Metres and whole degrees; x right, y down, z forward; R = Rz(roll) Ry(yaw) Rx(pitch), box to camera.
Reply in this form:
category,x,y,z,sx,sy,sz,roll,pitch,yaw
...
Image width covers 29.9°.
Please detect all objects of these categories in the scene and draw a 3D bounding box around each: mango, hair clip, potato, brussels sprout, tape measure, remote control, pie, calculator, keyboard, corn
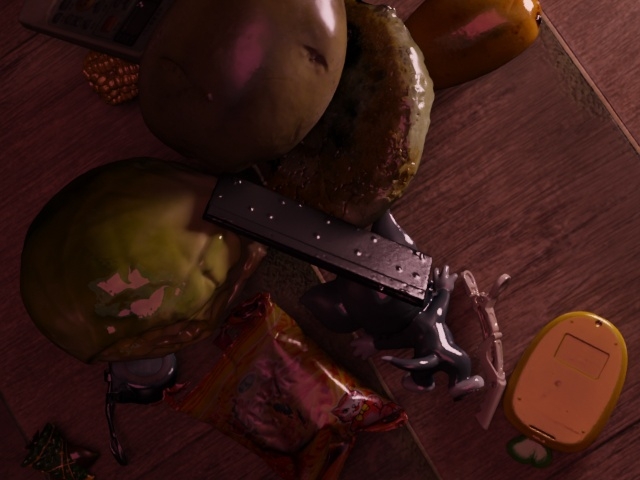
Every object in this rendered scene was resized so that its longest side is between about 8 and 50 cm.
category,x,y,z,sx,sy,sz,roll,pitch,yaw
mango,0.184,-0.286,1.677,0.253,0.113,0.138,-23,77,19
hair clip,0.242,0.152,1.683,0.072,0.034,0.226,-7,86,30
potato,-0.096,-0.239,1.585,0.326,0.221,0.243,-47,57,14
brussels sprout,-0.242,0.037,1.647,0.344,0.344,0.268,8,132,9
tape measure,-0.266,0.235,1.773,0.107,0.104,0.180,-3,123,-13
remote control,-0.317,-0.332,1.732,0.285,0.038,0.123,23,73,32
pie,0.022,-0.166,1.670,0.296,0.078,0.371,-1,84,37
calculator,0.337,0.211,1.675,0.146,0.032,0.235,26,94,9
keyboard,0.000,0.000,1.572,0.309,0.101,0.018,22,132,-5
corn,-0.208,-0.281,1.743,0.291,0.101,0.101,-19,85,10

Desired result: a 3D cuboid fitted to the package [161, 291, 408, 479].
category,x,y,z,sx,sy,sz,roll,pitch,yaw
package,-0.051,0.231,1.693,0.288,0.108,0.223,41,101,0

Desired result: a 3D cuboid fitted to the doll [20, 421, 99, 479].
category,x,y,z,sx,sy,sz,roll,pitch,yaw
doll,-0.386,0.326,1.766,0.113,0.076,0.078,38,100,8

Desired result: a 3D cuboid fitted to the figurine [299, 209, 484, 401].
category,x,y,z,sx,sy,sz,roll,pitch,yaw
figurine,0.107,0.120,1.666,0.193,0.140,0.265,-39,62,23
